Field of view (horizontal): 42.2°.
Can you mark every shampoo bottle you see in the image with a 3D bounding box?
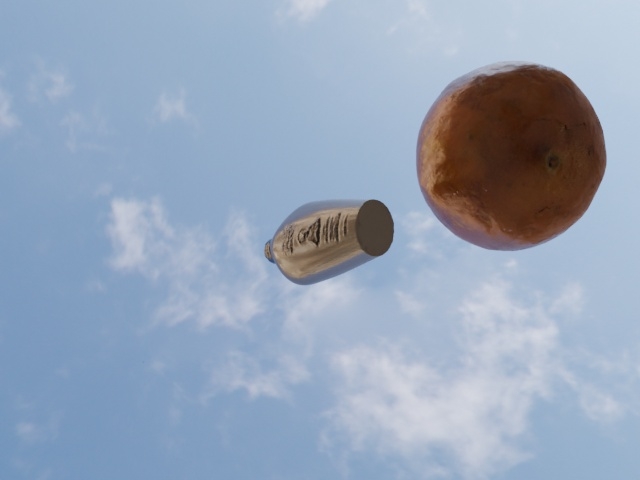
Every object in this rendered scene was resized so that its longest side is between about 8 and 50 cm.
[{"bbox_3d":[0.000,0.000,1.216,0.078,0.256,0.127,10,-105,-33],"label":"shampoo bottle"}]

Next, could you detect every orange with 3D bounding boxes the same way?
[{"bbox_3d":[0.282,-0.123,1.235,0.283,0.226,0.284,-1,-85,-15],"label":"orange"}]
